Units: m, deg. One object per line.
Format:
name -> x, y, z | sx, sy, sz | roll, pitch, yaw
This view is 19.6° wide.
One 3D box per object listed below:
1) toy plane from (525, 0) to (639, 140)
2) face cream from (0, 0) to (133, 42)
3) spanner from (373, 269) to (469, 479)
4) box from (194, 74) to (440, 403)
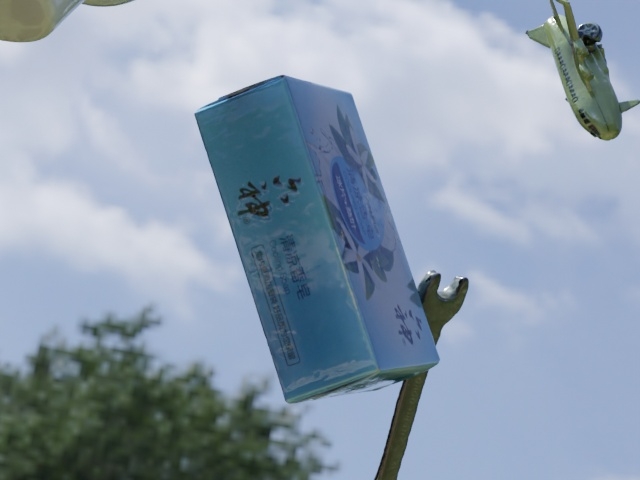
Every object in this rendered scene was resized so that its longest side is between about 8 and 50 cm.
toy plane -> 0.163, -0.106, 1.149 | 0.040, 0.111, 0.102 | -26, -36, -1
face cream -> -0.139, -0.253, 1.343 | 0.145, 0.369, 0.145 | 20, -41, 19
spanner -> 0.071, 0.136, 1.514 | 0.054, 0.254, 0.015 | -7, 31, -41
box -> 0.000, 0.000, 1.391 | 0.083, 0.232, 0.142 | -22, -9, 19
